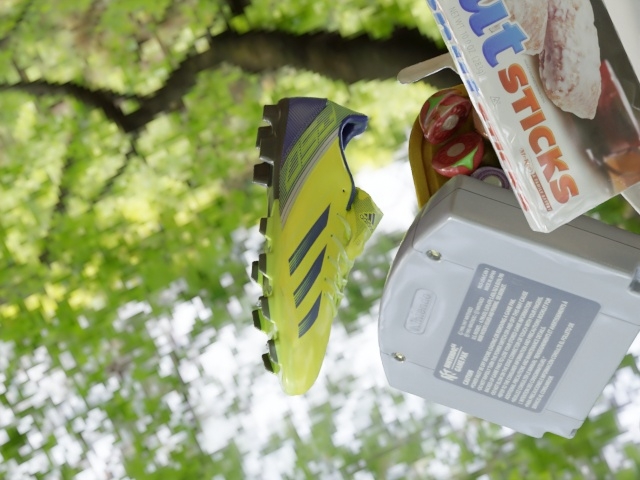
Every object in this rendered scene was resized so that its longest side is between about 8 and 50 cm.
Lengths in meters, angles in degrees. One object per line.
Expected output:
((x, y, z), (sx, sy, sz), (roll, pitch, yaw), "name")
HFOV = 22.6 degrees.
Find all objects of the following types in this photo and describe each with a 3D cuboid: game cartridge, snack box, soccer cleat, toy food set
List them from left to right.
((0.000, -0.001, 1.436), (0.121, 0.289, 0.093), (4, 155, -8), "soccer cleat")
((0.147, -0.078, 1.443), (0.128, 0.218, 0.071), (-13, 176, -7), "toy food set")
((0.148, 0.059, 1.288), (0.297, 0.198, 0.062), (104, 10, -59), "game cartridge")
((0.079, -0.096, 0.652), (0.064, 0.178, 0.022), (-28, -170, -9), "snack box")

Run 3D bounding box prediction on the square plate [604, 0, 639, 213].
((0.272, -0.245, 1.462), (0.049, 0.347, 0.344), (-15, -132, -24), "square plate")
